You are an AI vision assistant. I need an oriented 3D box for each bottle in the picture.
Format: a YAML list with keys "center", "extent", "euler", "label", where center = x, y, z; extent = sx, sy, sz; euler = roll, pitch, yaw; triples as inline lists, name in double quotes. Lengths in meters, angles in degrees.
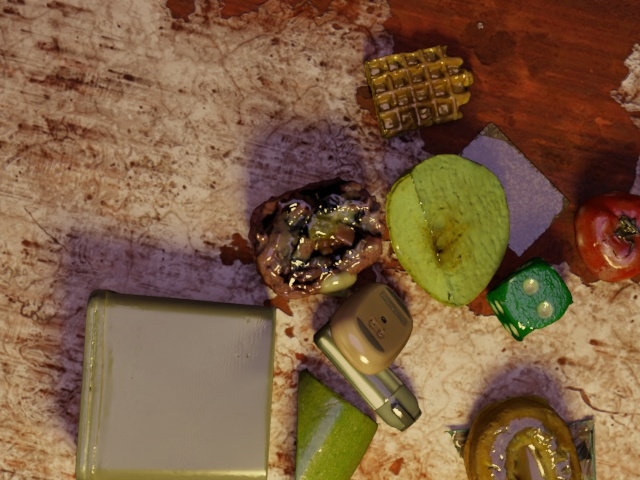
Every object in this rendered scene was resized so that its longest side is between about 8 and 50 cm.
- center: [0.092, 0.257, 1.838]
  extent: [0.079, 0.096, 0.254]
  euler: [-41, 88, 1]
  label: "bottle"

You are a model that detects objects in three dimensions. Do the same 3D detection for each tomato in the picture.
- center: [0.579, -0.013, 1.857]
  extent: [0.187, 0.151, 0.187]
  euler: [0, 86, 5]
  label: "tomato"

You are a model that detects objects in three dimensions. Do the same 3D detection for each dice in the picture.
- center: [0.403, 0.113, 1.848]
  extent: [0.131, 0.128, 0.120]
  euler: [-35, 86, -4]
  label: "dice"

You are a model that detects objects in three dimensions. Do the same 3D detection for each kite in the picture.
- center: [0.413, 0.486, 1.873]
  extent: [0.406, 0.014, 0.368]
  euler: [43, 85, 1]
  label: "kite"

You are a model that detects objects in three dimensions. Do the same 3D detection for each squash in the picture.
- center: [-0.033, 0.418, 1.813]
  extent: [0.203, 0.111, 0.289]
  euler: [36, 86, 3]
  label: "squash"

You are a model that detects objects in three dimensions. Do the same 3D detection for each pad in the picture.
- center: [0.373, -0.103, 1.929]
  extent: [0.158, 0.003, 0.235]
  euler: [-45, 88, -5]
  label: "pad"

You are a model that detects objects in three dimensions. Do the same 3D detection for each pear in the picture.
- center: [0.254, -0.043, 1.853]
  extent: [0.239, 0.139, 0.288]
  euler: [-28, 106, -28]
  label: "pear"

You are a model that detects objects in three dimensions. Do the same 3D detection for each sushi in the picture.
- center: [0.000, 0.000, 1.820]
  extent: [0.270, 0.171, 0.237]
  euler: [-17, 85, -9]
  label: "sushi"

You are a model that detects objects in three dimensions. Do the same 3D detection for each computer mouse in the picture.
- center: [0.093, 0.166, 1.791]
  extent: [0.082, 0.236, 0.145]
  euler: [-39, 92, 29]
  label: "computer mouse"

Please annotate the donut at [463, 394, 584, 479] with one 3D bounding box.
- center: [0.384, 0.430, 1.805]
  extent: [0.208, 0.128, 0.262]
  euler: [-20, 85, -4]
  label: "donut"

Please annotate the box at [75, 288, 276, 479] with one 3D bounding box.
- center: [-0.262, 0.277, 1.786]
  extent: [0.343, 0.177, 0.352]
  euler: [3, 84, -5]
  label: "box"

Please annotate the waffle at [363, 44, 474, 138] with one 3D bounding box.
- center: [0.207, -0.302, 1.914]
  extent: [0.210, 0.055, 0.161]
  euler: [-12, 85, -5]
  label: "waffle"
